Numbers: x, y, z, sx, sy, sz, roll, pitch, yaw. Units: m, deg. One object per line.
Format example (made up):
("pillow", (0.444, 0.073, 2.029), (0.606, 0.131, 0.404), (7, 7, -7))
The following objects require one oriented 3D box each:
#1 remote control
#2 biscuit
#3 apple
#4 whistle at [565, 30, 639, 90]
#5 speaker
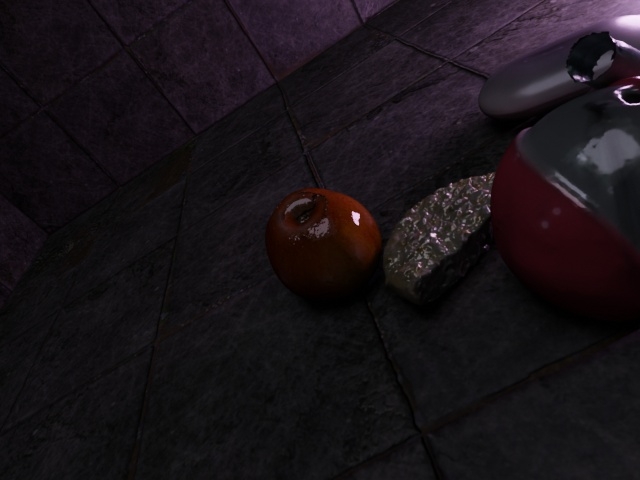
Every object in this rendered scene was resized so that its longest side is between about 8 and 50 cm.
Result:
("remote control", (0.476, -0.333, 0.866), (0.332, 0.103, 0.221), (-15, 31, 30))
("biscuit", (0.206, -0.017, 0.735), (0.281, 0.084, 0.179), (-41, 28, -12))
("apple", (0.000, 0.000, 0.821), (0.235, 0.173, 0.210), (6, 51, 46))
("whistle", (0.454, -0.223, 0.624), (0.062, 0.312, 0.062), (0, 91, 56))
("speaker", (0.353, -0.046, 0.544), (0.294, 0.294, 0.294), (-25, 33, 18))
